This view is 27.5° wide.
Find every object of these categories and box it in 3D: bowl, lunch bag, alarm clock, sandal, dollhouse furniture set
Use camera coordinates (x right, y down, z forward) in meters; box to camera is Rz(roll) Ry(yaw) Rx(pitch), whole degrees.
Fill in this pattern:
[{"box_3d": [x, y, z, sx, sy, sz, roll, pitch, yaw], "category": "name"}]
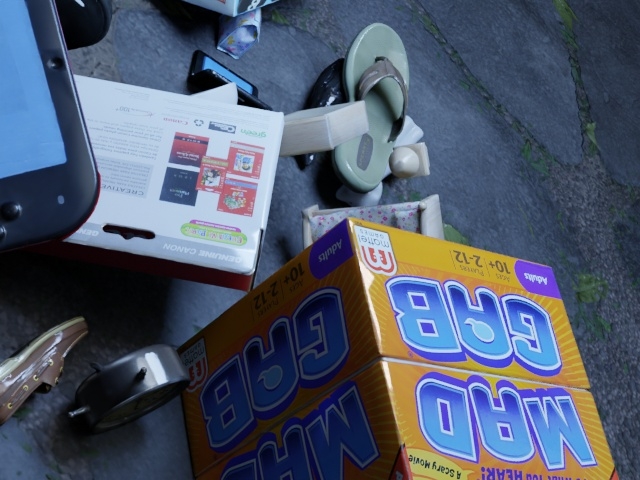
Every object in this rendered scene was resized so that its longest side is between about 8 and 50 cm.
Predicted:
[{"box_3d": [-0.193, -0.172, 1.820, 0.142, 0.142, 0.053, -26, 102, -53], "category": "bowl"}, {"box_3d": [-0.120, -0.337, 2.055, 0.053, 0.083, 0.071, 25, 45, -30], "category": "lunch bag"}, {"box_3d": [-0.215, 0.171, 1.541, 0.064, 0.129, 0.192, 62, 11, 16], "category": "alarm clock"}, {"box_3d": [0.095, -0.210, 2.042, 0.120, 0.086, 0.302, 24, 57, -26], "category": "sandal"}, {"box_3d": [0.000, 0.000, 1.813, 0.174, 0.303, 0.355, -30, 112, -65], "category": "dollhouse furniture set"}]

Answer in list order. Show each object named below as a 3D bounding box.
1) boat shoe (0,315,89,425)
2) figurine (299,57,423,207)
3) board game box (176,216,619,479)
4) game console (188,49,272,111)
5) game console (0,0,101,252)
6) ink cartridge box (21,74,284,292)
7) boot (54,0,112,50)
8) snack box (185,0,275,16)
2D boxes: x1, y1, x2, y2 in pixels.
[{"box_3d": [-0.326, 0.148, 1.492, 0.060, 0.064, 0.178, 55, 44, -5], "category": "boat shoe"}, {"box_3d": [0.047, -0.153, 2.091, 0.215, 0.092, 0.209, 45, 47, -10], "category": "figurine"}, {"box_3d": [0.089, 0.236, 1.597, 0.356, 0.356, 0.356, 12, 53, -39], "category": "board game box"}, {"box_3d": [-0.132, -0.241, 1.984, 0.122, 0.107, 0.071, 31, 71, -24], "category": "game console"}, {"box_3d": [-0.442, -0.156, 1.434, 0.342, 0.060, 0.386, -13, 79, -16], "category": "game console"}, {"box_3d": [-0.218, -0.050, 1.596, 0.310, 0.130, 0.271, 11, 48, -3], "category": "ink cartridge box"}, {"box_3d": [-0.439, -0.263, 1.627, 0.348, 0.131, 0.260, 17, 43, -17], "category": "boot"}, {"box_3d": [-0.120, -0.436, 2.075, 0.187, 0.060, 0.322, 22, 31, 25], "category": "snack box"}]
